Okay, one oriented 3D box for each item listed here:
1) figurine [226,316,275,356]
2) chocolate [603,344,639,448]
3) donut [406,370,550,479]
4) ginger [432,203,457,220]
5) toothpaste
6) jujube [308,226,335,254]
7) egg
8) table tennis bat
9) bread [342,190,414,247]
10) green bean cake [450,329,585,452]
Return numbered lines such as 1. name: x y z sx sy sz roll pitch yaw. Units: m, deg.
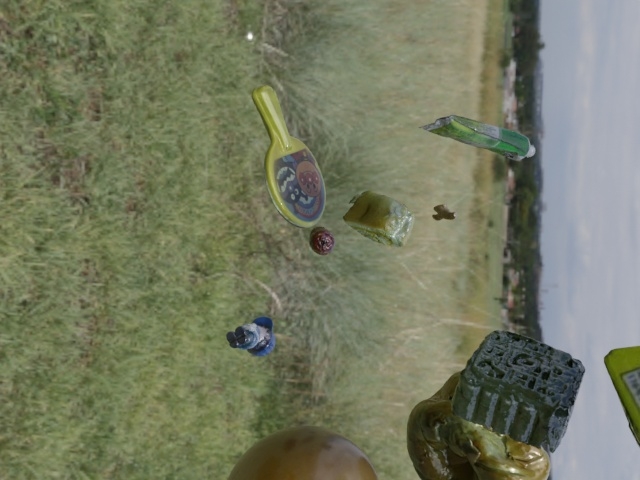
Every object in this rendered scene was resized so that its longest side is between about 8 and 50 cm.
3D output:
1. figurine: -0.139 0.208 1.453 0.079 0.077 0.136 62 15 5
2. chocolate: 0.525 0.307 0.947 0.289 0.137 0.301 45 24 -49
3. donut: 0.337 0.464 1.510 0.170 0.360 0.360 -24 123 -30
4. ginger: 0.349 -0.081 1.962 0.030 0.097 0.048 -25 102 -29
5. toothpaste: 0.291 -0.183 1.237 0.248 0.078 0.047 10 79 -33
6. jujube: 0.000 0.000 1.989 0.129 0.077 0.077 -142 -129 -75
7. egg: -0.045 0.536 1.423 0.301 0.374 0.301 21 59 -39
8. table tennis bat: -0.080 -0.208 1.722 0.224 0.054 0.369 -32 104 -53
9. bread: 0.139 -0.051 1.546 0.110 0.156 0.103 152 -39 -79
10. green bean cake: 0.321 0.232 1.125 0.173 0.181 0.094 -36 138 -50
